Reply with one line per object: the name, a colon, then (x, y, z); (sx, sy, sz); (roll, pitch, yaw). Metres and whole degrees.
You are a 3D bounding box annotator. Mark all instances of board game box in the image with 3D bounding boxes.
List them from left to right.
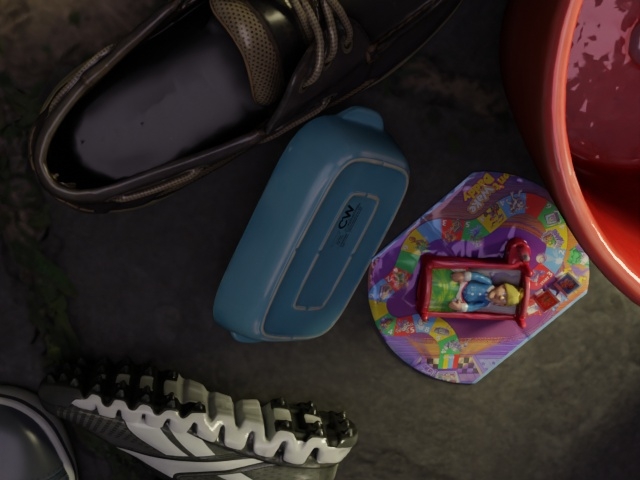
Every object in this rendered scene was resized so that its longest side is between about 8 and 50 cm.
board game box: (0.119, 0.033, 0.699); (0.169, 0.033, 0.133); (-41, 105, 7)

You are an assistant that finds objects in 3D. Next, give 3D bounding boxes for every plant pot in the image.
plant pot: (0.230, -0.108, 0.557); (0.275, 0.243, 0.274); (-1, 106, -3)

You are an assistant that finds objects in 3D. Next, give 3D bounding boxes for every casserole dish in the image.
casserole dish: (0.000, 0.000, 0.644); (0.114, 0.037, 0.188); (7, 114, -51)

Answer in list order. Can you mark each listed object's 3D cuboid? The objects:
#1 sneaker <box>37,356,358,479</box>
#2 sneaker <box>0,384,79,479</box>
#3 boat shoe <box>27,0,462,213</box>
sneaker: (-0.096, 0.157, 0.696); (0.234, 0.078, 0.106); (15, 102, -10)
sneaker: (-0.254, 0.273, 0.689); (0.126, 0.127, 0.320); (10, 100, -2)
boat shoe: (-0.028, -0.121, 0.594); (0.355, 0.130, 0.132); (-37, 105, 7)
